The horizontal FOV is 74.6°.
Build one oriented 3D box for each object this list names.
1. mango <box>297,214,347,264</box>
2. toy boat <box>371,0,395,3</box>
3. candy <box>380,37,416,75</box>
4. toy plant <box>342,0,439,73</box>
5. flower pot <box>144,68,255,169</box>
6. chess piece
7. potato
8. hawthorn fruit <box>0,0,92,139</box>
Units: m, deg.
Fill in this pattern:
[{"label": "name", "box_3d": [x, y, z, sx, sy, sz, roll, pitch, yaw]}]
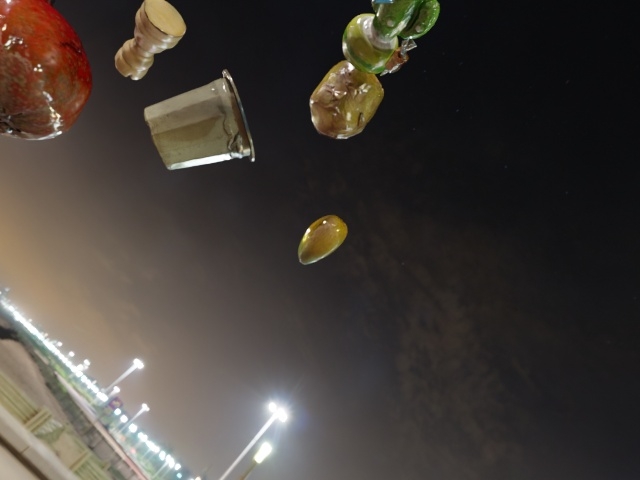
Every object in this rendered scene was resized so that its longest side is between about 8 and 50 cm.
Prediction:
[{"label": "mango", "box_3d": [0.000, 0.000, 1.291, 0.091, 0.130, 0.195, 26, -62, -31]}, {"label": "toy boat", "box_3d": [0.121, -0.577, 0.850, 0.077, 0.075, 0.186, 135, -54, -72]}, {"label": "candy", "box_3d": [0.229, -0.533, 1.238, 0.046, 0.053, 0.182, 51, -14, -2]}, {"label": "toy plant", "box_3d": [0.205, -0.671, 1.273, 0.224, 0.184, 0.316, 49, -30, -6]}, {"label": "flower pot", "box_3d": [-0.273, -0.254, 0.961, 0.212, 0.202, 0.212, 160, -90, -82]}, {"label": "chess piece", "box_3d": [-0.261, -0.294, 0.626, 0.122, 0.066, 0.066, -25, -74, 36]}, {"label": "potato", "box_3d": [0.090, -0.534, 1.539, 0.246, 0.300, 0.196, 28, -33, 16]}, {"label": "hawthorn fruit", "box_3d": [-0.398, -0.252, 0.565, 0.181, 0.235, 0.181, 6, -25, 3]}]
